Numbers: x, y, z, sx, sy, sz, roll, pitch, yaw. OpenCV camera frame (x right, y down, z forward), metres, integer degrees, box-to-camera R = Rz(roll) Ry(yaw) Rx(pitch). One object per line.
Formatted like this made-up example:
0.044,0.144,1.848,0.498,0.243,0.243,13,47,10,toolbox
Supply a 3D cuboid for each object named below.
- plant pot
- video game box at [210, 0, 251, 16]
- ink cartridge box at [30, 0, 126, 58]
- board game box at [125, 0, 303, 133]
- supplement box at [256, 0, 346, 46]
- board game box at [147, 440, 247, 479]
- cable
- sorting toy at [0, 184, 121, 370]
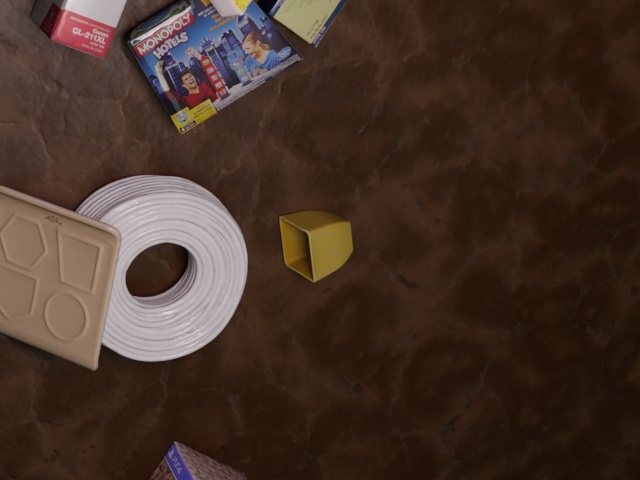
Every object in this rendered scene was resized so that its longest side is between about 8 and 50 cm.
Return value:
0.000,0.000,1.757,0.083,0.081,0.081,-20,119,-27,plant pot
-0.115,-0.412,1.503,0.205,0.048,0.187,53,56,-30,video game box
-0.274,-0.323,1.467,0.072,0.127,0.175,18,104,-29,ink cartridge box
-0.151,-0.272,1.583,0.194,0.060,0.194,-32,119,-8,board game box
-0.024,-0.317,1.621,0.083,0.056,0.083,31,97,-31,supplement box
-0.207,0.488,1.782,0.141,0.232,0.291,31,96,-31,board game box
-0.227,0.040,1.665,0.257,0.089,0.257,15,105,-28,cable
-0.352,0.047,1.586,0.038,0.193,0.208,-32,138,-62,sorting toy
